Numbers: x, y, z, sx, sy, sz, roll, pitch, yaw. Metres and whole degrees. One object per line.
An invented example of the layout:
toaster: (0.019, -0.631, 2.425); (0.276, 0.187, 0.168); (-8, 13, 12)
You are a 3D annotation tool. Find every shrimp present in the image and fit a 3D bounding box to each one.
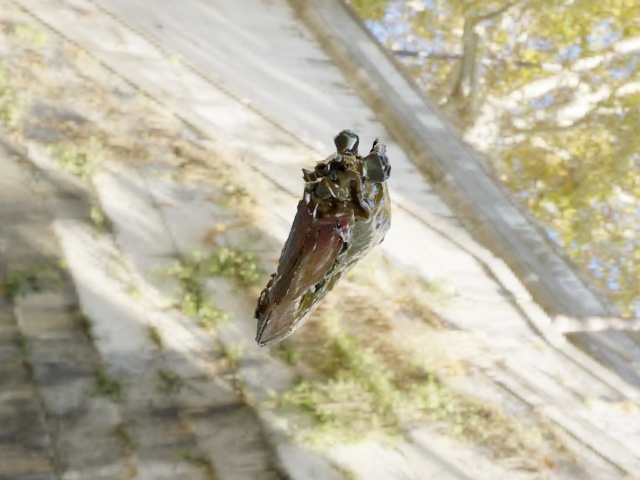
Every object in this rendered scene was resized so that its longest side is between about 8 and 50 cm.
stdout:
shrimp: (0.001, 0.001, 0.797); (0.154, 0.062, 0.294); (-53, 169, -17)
